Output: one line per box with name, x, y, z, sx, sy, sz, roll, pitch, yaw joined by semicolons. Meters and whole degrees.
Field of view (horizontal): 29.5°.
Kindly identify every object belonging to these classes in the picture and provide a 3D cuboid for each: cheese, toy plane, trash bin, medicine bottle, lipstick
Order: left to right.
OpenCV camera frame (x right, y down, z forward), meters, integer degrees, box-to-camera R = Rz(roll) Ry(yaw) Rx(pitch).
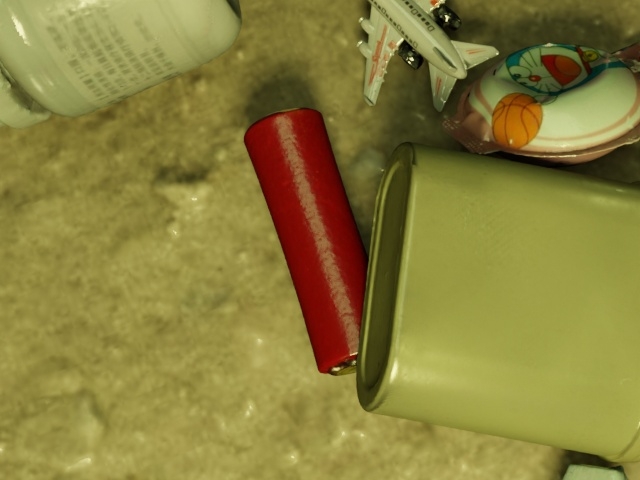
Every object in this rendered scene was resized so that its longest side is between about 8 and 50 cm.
medicine bottle;-0.248;-0.226;1.067;0.306;0.245;0.245;-22;76;5
lipstick;0.000;0.000;1.087;0.080;0.080;0.241;-18;77;-2
toy plane;0.083;-0.207;1.136;0.162;0.065;0.171;-45;67;16
trash bin;0.166;0.051;1.015;0.247;0.121;0.243;10;76;-14
cheese;0.246;-0.135;1.095;0.286;0.074;0.189;-20;38;-14

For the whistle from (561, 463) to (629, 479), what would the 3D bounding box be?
whistle;0.209;0.315;0.988;0.180;0.093;0.269;0;78;35
